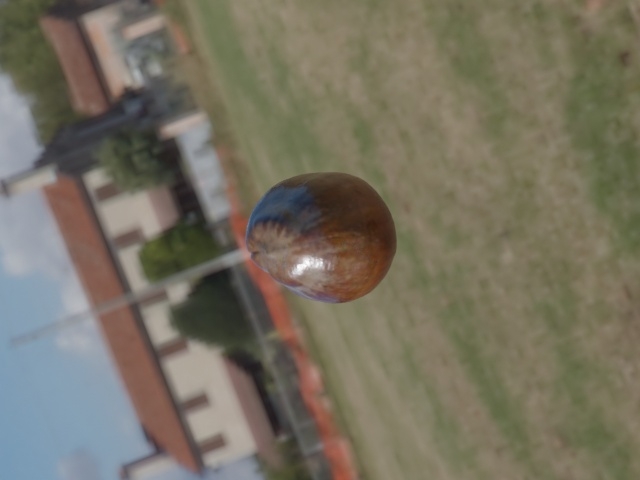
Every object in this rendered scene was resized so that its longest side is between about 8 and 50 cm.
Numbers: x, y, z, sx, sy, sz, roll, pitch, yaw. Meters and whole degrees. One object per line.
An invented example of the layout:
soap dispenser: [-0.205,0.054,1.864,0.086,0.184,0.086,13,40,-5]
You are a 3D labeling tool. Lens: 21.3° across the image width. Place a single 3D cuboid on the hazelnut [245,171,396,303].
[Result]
hazelnut: [0.000,0.000,0.959,0.086,0.086,0.086,159,90,-87]
